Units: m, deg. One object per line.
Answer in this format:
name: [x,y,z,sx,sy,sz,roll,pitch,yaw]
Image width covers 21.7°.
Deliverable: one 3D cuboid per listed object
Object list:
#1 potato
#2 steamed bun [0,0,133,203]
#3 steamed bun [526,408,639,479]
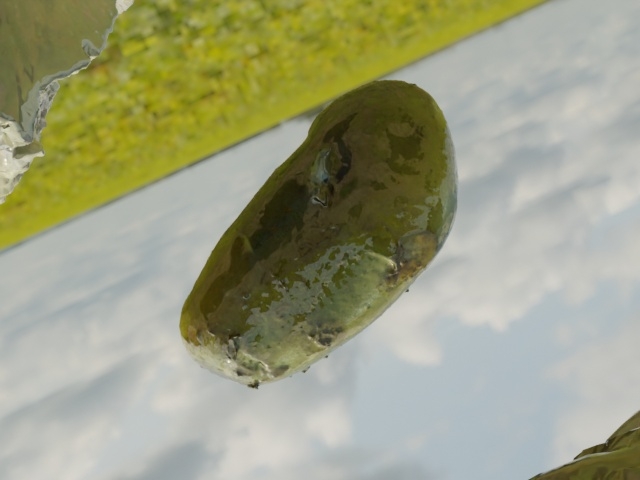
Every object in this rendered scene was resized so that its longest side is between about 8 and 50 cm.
potato: [0.000,0.000,0.871,0.188,0.105,0.085,-46,137,7]
steamed bun: [-0.195,-0.089,0.836,0.225,0.200,0.170,-8,174,39]
steamed bun: [0.087,0.166,0.309,0.310,0.219,0.324,-49,163,-84]
